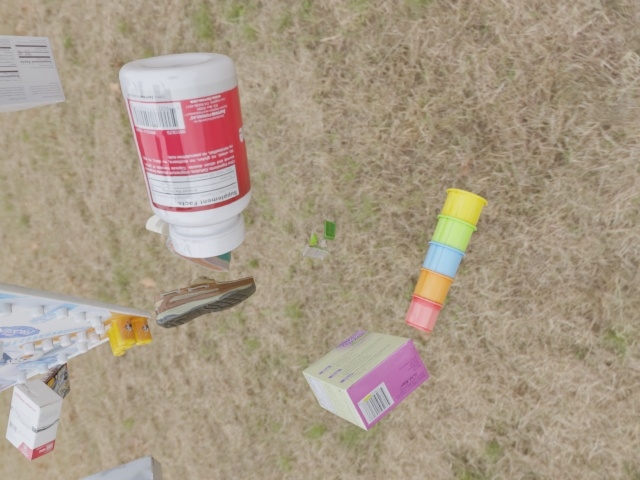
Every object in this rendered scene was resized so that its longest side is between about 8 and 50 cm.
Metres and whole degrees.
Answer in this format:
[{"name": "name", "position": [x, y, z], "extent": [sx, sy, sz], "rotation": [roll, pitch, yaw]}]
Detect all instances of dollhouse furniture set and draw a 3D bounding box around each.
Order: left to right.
[{"name": "dollhouse furniture set", "position": [0.000, 0.000, 1.544], "extent": [0.151, 0.076, 0.058], "rotation": [126, 154, -54]}]

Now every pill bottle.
[{"name": "pill bottle", "position": [-0.273, -0.178, 1.057], "extent": [0.229, 0.229, 0.407], "rotation": [21, 128, 36]}]

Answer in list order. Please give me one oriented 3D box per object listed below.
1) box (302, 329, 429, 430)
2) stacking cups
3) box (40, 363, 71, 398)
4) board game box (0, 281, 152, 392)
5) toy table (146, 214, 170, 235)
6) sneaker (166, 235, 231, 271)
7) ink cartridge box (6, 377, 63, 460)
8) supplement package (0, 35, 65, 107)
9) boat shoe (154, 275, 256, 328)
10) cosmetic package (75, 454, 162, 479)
[{"name": "box", "position": [0.110, 0.344, 1.246], "extent": [0.243, 0.214, 0.117], "rotation": [-8, 111, 63]}, {"name": "stacking cups", "position": [0.275, 0.048, 1.085], "extent": [0.096, 0.096, 0.316], "rotation": [19, 90, 37]}, {"name": "box", "position": [-0.720, 0.399, 1.306], "extent": [0.027, 0.137, 0.093], "rotation": [1, 106, -1]}, {"name": "board game box", "position": [-0.474, 0.174, 0.616], "extent": [0.390, 0.390, 0.050], "rotation": [-26, 73, 4]}, {"name": "toy table", "position": [-0.366, -0.079, 1.388], "extent": [0.252, 0.274, 0.160], "rotation": [13, 87, 29]}, {"name": "sneaker", "position": [-0.392, 0.009, 1.599], "extent": [0.108, 0.302, 0.120], "rotation": [-1, 70, 21]}, {"name": "ink cartridge box", "position": [-0.621, 0.386, 1.058], "extent": [0.099, 0.056, 0.135], "rotation": [24, 105, 26]}, {"name": "supplement package", "position": [-0.752, -0.354, 1.062], "extent": [0.204, 0.262, 0.145], "rotation": [1, 108, 30]}, {"name": "boat shoe", "position": [-0.369, 0.168, 1.543], "extent": [0.122, 0.324, 0.119], "rotation": [109, 140, -61]}, {"name": "cosmetic package", "position": [-0.559, 0.697, 1.334], "extent": [0.107, 0.238, 0.127], "rotation": [88, 166, -51]}]
